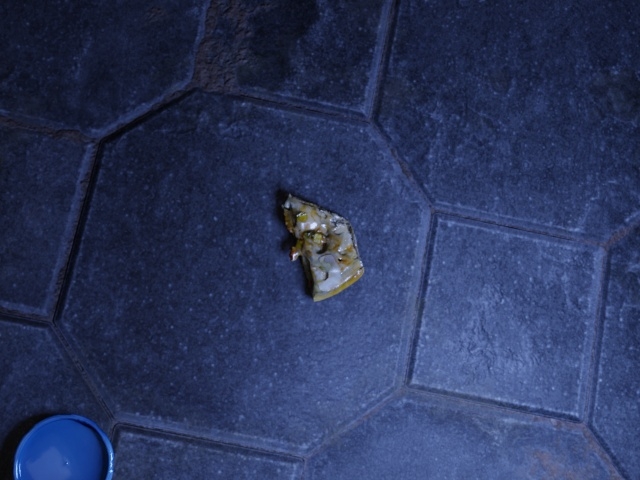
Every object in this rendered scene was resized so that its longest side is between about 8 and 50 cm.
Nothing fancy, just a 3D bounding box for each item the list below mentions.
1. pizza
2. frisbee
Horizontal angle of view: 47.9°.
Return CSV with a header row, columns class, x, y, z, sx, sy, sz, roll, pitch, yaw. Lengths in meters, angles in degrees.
class,x,y,z,sx,sy,sz,roll,pitch,yaw
pizza,0.000,0.000,1.901,0.189,0.071,0.296,-20,82,-7
frisbee,-0.625,0.546,1.762,0.242,0.045,0.242,1,80,-5
